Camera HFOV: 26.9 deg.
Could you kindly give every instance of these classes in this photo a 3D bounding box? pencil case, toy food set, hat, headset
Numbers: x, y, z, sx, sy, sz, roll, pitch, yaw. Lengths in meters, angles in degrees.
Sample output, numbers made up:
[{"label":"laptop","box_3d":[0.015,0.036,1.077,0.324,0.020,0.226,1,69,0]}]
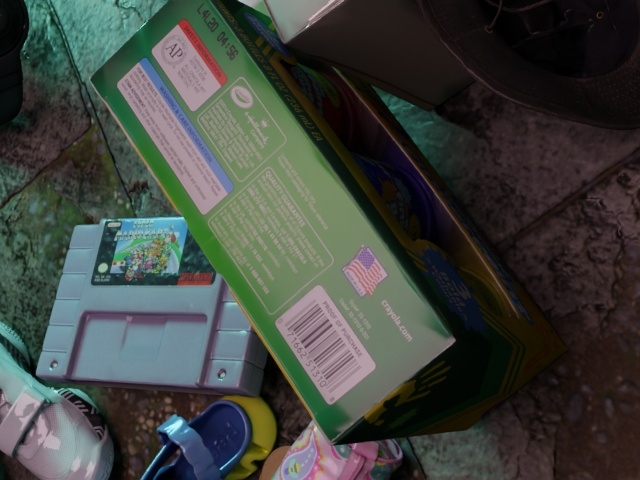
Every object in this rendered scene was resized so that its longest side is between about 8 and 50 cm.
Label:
[{"label":"pencil case","box_3d":[-0.021,0.330,1.547,0.124,0.124,0.284,39,102,33]},{"label":"toy food set","box_3d":[-0.038,0.292,1.629,0.082,0.020,0.083,33,101,34]},{"label":"hat","box_3d":[0.236,-0.227,1.432,0.134,0.331,0.331,115,137,-59]},{"label":"headset","box_3d":[-0.503,-0.353,1.938,0.243,0.185,0.394,34,140,35]}]

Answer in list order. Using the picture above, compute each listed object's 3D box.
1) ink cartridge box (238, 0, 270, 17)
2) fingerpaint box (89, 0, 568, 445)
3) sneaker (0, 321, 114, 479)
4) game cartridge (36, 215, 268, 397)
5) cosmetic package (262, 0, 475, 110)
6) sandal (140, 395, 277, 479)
[{"label":"ink cartridge box","box_3d":[0.035,-0.328,1.576,0.232,0.189,0.066,-33,65,26]},{"label":"fingerpaint box","box_3d":[0.024,-0.022,1.382,0.163,0.371,0.445,-41,69,16]},{"label":"sneaker","box_3d":[-0.451,0.226,1.814,0.366,0.210,0.137,38,105,33]},{"label":"game cartridge","box_3d":[-0.209,0.079,1.736,0.355,0.068,0.230,-1,73,35]},{"label":"cosmetic package","box_3d":[0.059,-0.265,1.474,0.113,0.309,0.160,-34,64,25]},{"label":"sandal","box_3d":[-0.186,0.320,1.660,0.126,0.138,0.317,35,104,32]}]
